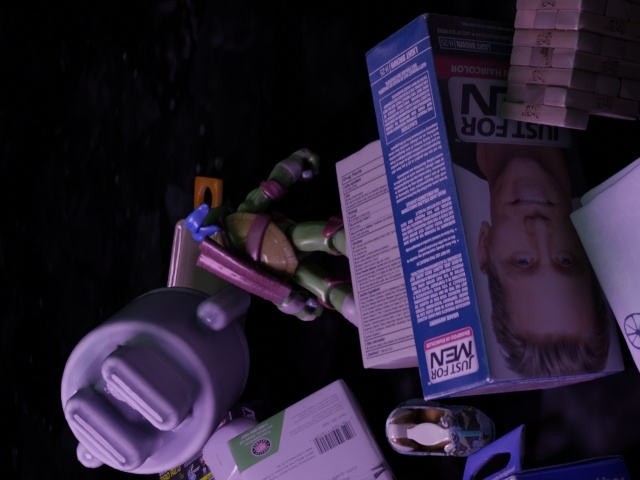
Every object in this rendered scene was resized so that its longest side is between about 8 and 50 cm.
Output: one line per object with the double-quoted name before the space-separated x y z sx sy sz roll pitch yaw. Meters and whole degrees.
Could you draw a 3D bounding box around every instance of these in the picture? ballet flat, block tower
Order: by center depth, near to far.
"block tower" 0.246 -0.267 1.082 0.091 0.097 0.335 17 100 59
"ballet flat" 0.112 0.208 1.339 0.188 0.070 0.070 -18 75 57

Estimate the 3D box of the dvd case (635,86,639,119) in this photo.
"dvd case" 0.360 -0.109 0.988 0.221 0.018 0.164 -44 54 50

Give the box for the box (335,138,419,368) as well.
"box" 0.118 0.009 1.269 0.149 0.127 0.232 -24 70 56

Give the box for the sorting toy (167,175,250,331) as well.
"sorting toy" -0.158 0.077 1.782 0.196 0.047 0.347 29 115 49

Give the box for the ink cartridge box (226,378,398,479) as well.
"ink cartridge box" 0.010 0.298 1.402 0.219 0.160 0.092 63 -177 35

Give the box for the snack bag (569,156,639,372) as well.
"snack bag" 0.365 0.034 0.942 0.342 0.037 0.323 -42 61 50

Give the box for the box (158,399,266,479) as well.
"box" -0.144 0.376 1.748 0.270 0.060 0.216 -42 55 49

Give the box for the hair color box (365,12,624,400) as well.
"hair color box" 0.164 -0.032 1.151 0.105 0.174 0.347 -26 69 54

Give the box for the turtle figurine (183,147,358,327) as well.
"turtle figurine" 0.000 0.000 1.480 0.266 0.275 0.197 21 86 35

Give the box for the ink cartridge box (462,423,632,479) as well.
"ink cartridge box" 0.198 0.377 1.126 0.270 0.151 0.395 -45 55 48

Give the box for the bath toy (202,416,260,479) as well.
"bath toy" -0.041 0.383 1.527 0.151 0.129 0.348 -48 52 29

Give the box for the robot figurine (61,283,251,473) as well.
"robot figurine" -0.207 0.175 1.566 0.300 0.353 0.200 -43 91 14
